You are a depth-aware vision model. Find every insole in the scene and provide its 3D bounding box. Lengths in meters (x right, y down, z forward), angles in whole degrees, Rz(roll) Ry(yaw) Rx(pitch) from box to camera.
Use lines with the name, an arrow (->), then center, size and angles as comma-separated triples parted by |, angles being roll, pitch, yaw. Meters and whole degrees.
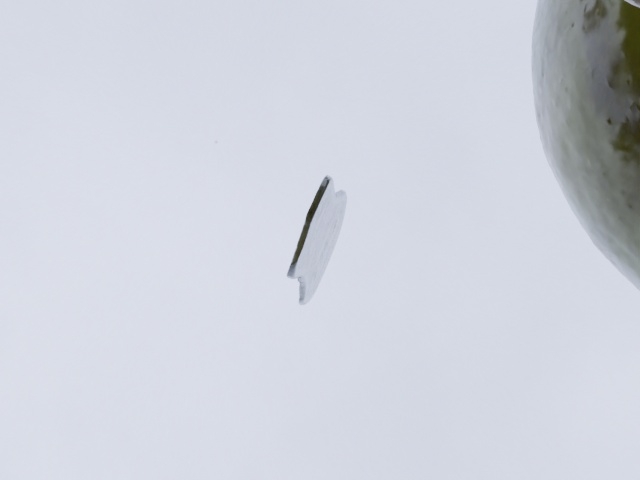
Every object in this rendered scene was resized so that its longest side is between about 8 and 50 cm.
insole -> 0.000, 0.000, 0.733 | 0.004, 0.197, 0.065 | 21, -96, 5

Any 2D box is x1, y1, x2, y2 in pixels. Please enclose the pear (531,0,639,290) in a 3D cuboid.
pear -> 0.304, -0.117, 0.882 | 0.352, 0.352, 0.413 | 7, -110, -5

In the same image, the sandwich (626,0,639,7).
sandwich -> 0.126, -0.176, 0.357 | 0.198, 0.155, 0.227 | 27, -129, -16
